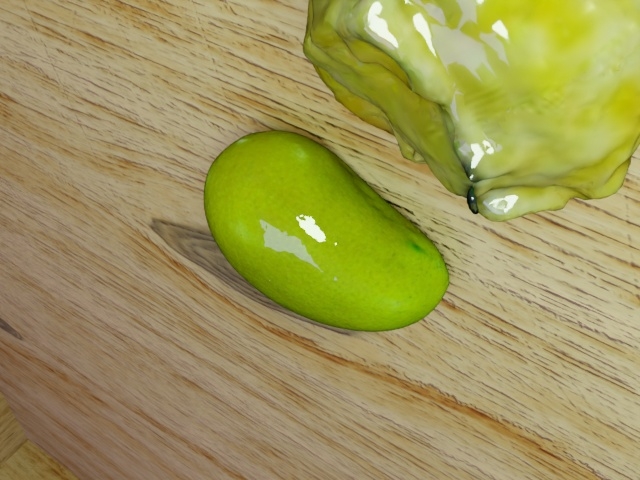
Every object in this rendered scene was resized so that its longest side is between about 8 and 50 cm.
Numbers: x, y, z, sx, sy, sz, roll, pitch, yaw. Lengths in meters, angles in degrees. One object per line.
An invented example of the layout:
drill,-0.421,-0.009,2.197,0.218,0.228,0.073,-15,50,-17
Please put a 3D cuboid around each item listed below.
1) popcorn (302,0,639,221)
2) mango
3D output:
popcorn,0.106,-0.147,0.525,0.252,0.215,0.286,-21,114,48
mango,-0.006,0.002,0.864,0.273,0.149,0.185,40,145,-3
